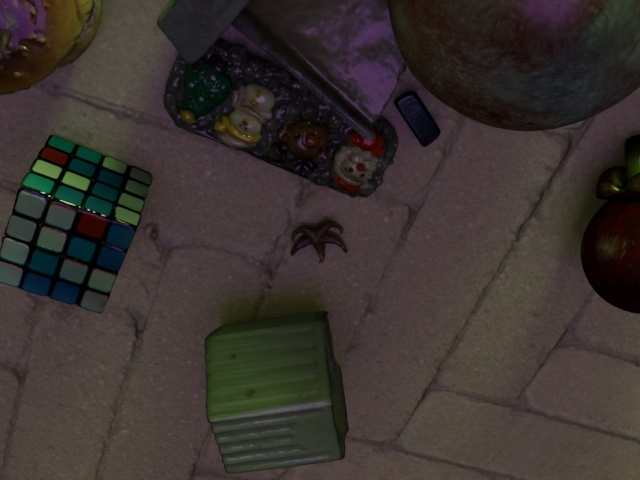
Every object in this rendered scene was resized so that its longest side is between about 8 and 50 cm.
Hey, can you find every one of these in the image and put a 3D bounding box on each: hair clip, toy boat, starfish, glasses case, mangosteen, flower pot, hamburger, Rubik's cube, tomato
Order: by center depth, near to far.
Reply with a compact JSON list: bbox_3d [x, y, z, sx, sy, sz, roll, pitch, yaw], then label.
[{"bbox_3d":[0.220,-0.269,0.719,0.316,0.282,0.317,-21,134,-23],"label":"tomato"},{"bbox_3d":[-0.380,-0.286,0.791,0.243,0.146,0.286,42,113,-17],"label":"hamburger"},{"bbox_3d":[-0.012,-0.289,0.804,0.293,0.111,0.276,16,122,-22],"label":"toy boat"},{"bbox_3d":[-0.044,-0.148,0.919,0.321,0.091,0.138,21,116,-16],"label":"hair clip"},{"bbox_3d":[-0.329,-0.022,0.945,0.151,0.154,0.155,22,119,-17],"label":"Rubik's cube"},{"bbox_3d":[0.132,-0.167,0.956,0.033,0.023,0.083,-34,120,11],"label":"glasses case"},{"bbox_3d":[0.469,-0.021,0.977,0.215,0.215,0.258,-4,87,0],"label":"mangosteen"},{"bbox_3d":[0.000,0.000,1.051,0.091,0.028,0.078,15,126,-15],"label":"starfish"},{"bbox_3d":[-0.064,0.229,1.085,0.189,0.209,0.239,-9,124,4],"label":"flower pot"}]
